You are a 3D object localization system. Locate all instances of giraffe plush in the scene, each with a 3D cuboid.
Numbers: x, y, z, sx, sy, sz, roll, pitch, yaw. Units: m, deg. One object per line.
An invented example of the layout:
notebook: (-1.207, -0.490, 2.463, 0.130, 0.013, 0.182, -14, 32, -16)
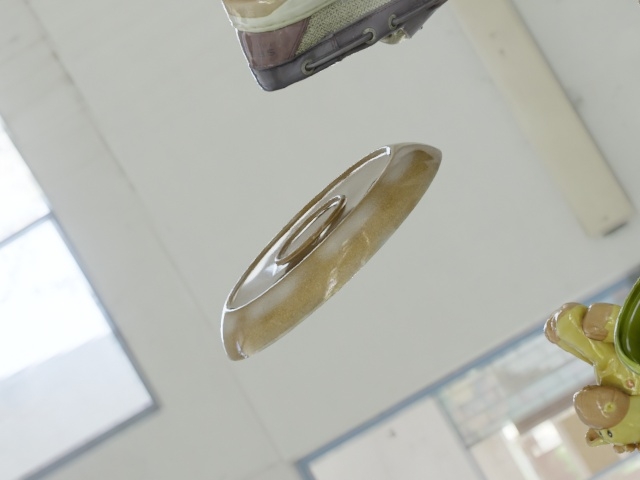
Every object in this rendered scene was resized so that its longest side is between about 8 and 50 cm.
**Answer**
giraffe plush: (0.389, 0.187, 2.011, 0.181, 0.210, 0.170, 119, 166, -78)

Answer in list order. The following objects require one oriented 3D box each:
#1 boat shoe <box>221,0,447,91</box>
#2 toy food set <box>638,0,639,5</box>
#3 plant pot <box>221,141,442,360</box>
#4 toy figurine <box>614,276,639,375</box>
boat shoe: (0.046, -0.199, 1.217, 0.103, 0.285, 0.092, 21, 130, 43)
toy food set: (0.343, -0.232, 1.480, 0.019, 0.078, 0.122, 7, -130, -25)
plant pot: (0.000, 0.000, 1.226, 0.032, 0.236, 0.236, 44, -171, -10)
toy figurine: (0.378, 0.006, 1.093, 0.191, 0.362, 0.217, 22, 160, 36)
